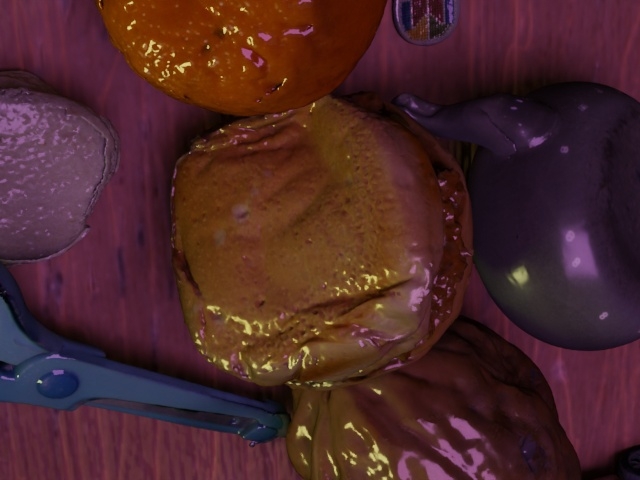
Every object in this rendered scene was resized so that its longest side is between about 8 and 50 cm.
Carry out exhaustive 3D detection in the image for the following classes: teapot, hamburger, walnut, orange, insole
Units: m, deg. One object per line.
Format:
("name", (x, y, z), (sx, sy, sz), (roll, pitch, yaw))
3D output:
("teapot", (0.180, -0.016, 1.095), (0.294, 0.129, 0.193), (46, 51, -35))
("hamburger", (-0.208, -0.044, 1.013), (0.133, 0.062, 0.140), (32, 98, -28))
("walnut", (0.086, 0.155, 1.118), (0.198, 0.198, 0.245), (-41, 122, 2))
("orange", (-0.045, -0.172, 0.951), (0.193, 0.161, 0.193), (9, 122, 14))
("hamburger", (0.001, 0.002, 1.013), (0.213, 0.214, 0.108), (-58, 158, 10))
("insole", (0.072, -0.228, 1.057), (0.065, 0.006, 0.193), (-9, 114, -14))

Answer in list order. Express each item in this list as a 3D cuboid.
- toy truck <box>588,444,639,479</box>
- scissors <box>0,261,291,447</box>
("toy truck", (0.245, 0.280, 1.225), (0.338, 0.184, 0.133), (-14, 114, -12))
("scissors", (-0.189, 0.087, 1.072), (0.393, 0.032, 0.180), (17, 130, -28))
